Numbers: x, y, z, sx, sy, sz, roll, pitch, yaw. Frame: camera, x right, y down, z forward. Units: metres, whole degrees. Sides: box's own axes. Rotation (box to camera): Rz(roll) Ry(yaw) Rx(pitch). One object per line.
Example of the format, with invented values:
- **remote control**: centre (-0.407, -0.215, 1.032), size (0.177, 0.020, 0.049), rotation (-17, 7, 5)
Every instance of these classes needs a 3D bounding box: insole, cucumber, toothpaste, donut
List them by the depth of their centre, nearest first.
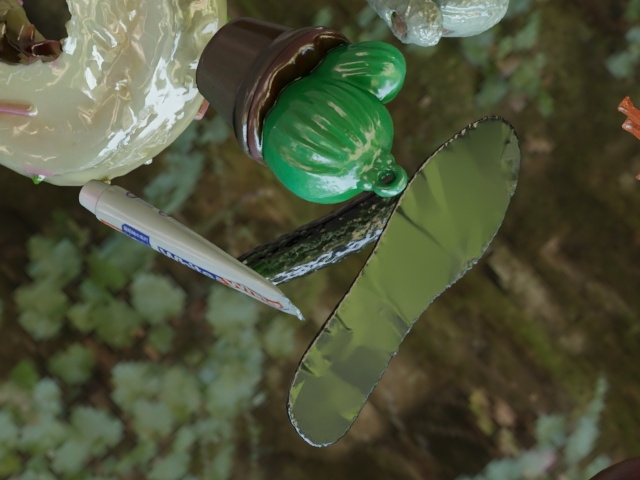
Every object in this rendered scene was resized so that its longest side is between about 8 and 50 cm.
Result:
- **toothpaste**: centre (-0.104, 0.006, 1.449), size (0.033, 0.218, 0.052), rotation (-57, 156, -11)
- **insole**: centre (0.074, 0.026, 1.513), size (0.009, 0.119, 0.348), rotation (9, -126, 44)
- **donut**: centre (-0.240, -0.216, 1.796), size (0.371, 0.307, 0.150), rotation (-34, -174, 30)
- **cucumber**: centre (0.000, 0.000, 1.831), size (0.214, 0.058, 0.052), rotation (-27, -157, -13)

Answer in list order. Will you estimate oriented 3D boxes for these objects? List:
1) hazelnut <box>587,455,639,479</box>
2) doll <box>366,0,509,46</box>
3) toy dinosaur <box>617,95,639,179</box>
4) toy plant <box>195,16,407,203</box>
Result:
- **hazelnut**: centre (0.315, 0.321, 1.624), size (0.217, 0.251, 0.217), rotation (-23, 157, -10)
- **doll**: centre (0.099, -0.197, 1.409), size (0.214, 0.103, 0.072), rotation (-43, 140, -59)
- **toy dinosaur**: centre (0.325, -0.115, 1.638), size (0.055, 0.101, 0.279), rotation (-55, 168, -12)
- **toy plant**: centre (0.000, -0.103, 1.393), size (0.143, 0.200, 0.105), rotation (-50, 155, -17)
